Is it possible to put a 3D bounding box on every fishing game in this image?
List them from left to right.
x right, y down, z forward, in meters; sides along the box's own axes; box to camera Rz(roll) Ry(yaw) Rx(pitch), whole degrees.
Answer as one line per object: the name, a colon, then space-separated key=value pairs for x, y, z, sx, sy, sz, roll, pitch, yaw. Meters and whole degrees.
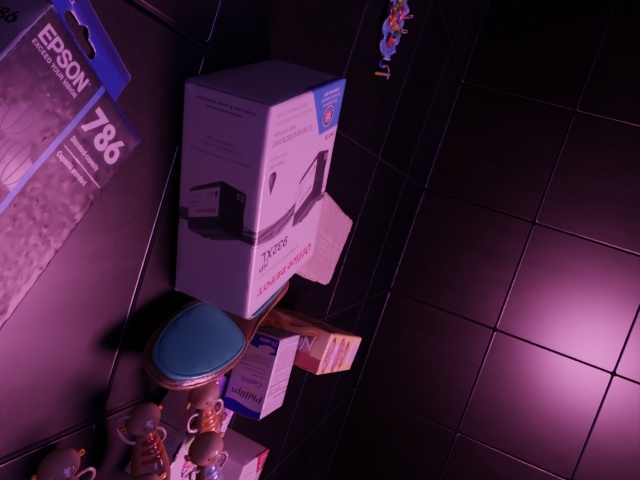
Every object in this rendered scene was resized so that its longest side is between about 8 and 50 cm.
fishing game: x=0.184 y=-0.513 z=1.318 sx=0.189 sy=0.041 sz=0.264 roll=-28 pitch=135 yaw=-69

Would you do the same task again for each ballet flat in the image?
ballet flat: x=-0.164 y=0.131 z=0.868 sx=0.124 sy=0.116 sz=0.342 roll=-42 pitch=-175 yaw=34

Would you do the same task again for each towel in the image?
towel: x=0.000 y=0.000 z=1.312 sx=0.282 sy=0.049 sz=0.187 roll=41 pitch=69 yaw=-71

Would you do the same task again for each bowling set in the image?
bowling set: x=-0.183 y=0.303 z=0.726 sx=0.287 sy=0.200 sz=0.154 roll=-29 pitch=127 yaw=-47

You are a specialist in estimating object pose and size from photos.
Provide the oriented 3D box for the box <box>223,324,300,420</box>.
box: x=-0.100 y=0.223 z=0.979 sx=0.126 sy=0.072 sz=0.137 roll=22 pitch=82 yaw=-75

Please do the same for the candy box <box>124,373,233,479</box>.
candy box: x=-0.216 y=0.309 z=0.945 sx=0.165 sy=0.070 sz=0.196 roll=71 pitch=41 yaw=-64

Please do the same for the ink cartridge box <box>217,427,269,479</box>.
ink cartridge box: x=-0.201 y=0.464 z=1.068 sx=0.176 sy=0.127 sz=0.128 roll=-69 pitch=163 yaw=0

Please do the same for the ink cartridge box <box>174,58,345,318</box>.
ink cartridge box: x=-0.086 y=-0.080 z=0.810 sx=0.223 sy=0.129 sz=0.307 roll=-43 pitch=149 yaw=-56

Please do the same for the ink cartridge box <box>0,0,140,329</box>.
ink cartridge box: x=-0.249 y=-0.063 z=0.445 sx=0.165 sy=0.065 sz=0.332 roll=74 pitch=38 yaw=-61

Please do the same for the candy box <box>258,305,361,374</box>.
candy box: x=-0.035 y=0.206 z=1.196 sx=0.316 sy=0.183 sz=0.087 roll=40 pitch=70 yaw=-72
